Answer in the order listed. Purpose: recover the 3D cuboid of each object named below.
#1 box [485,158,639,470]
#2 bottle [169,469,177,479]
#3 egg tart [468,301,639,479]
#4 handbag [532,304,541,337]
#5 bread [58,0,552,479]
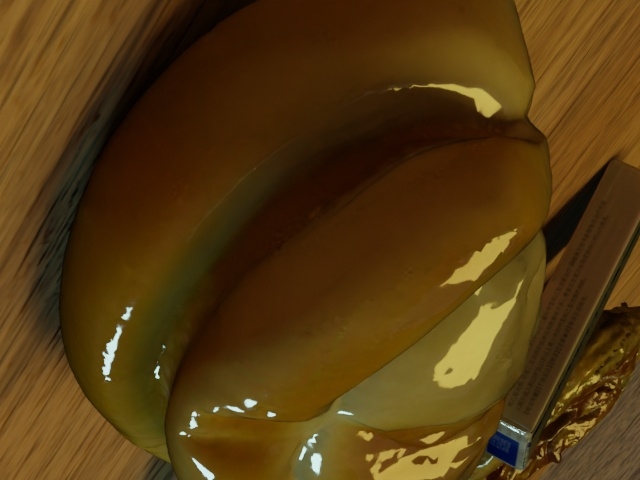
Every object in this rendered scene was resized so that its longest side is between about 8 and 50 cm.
[{"bbox_3d":[0.290,0.091,1.987,0.343,0.065,0.200,-61,167,-15],"label":"box"},{"bbox_3d":[-0.059,0.199,1.422,0.147,0.147,0.236,-37,154,-29],"label":"bottle"},{"bbox_3d":[0.294,0.194,2.245,0.351,0.153,0.339,-46,163,0],"label":"egg tart"},{"bbox_3d":[0.098,0.185,1.817,0.253,0.109,0.316,-34,166,-50],"label":"handbag"},{"bbox_3d":[0.025,0.024,1.026,0.329,0.245,0.424,-37,158,-29],"label":"bread"}]
